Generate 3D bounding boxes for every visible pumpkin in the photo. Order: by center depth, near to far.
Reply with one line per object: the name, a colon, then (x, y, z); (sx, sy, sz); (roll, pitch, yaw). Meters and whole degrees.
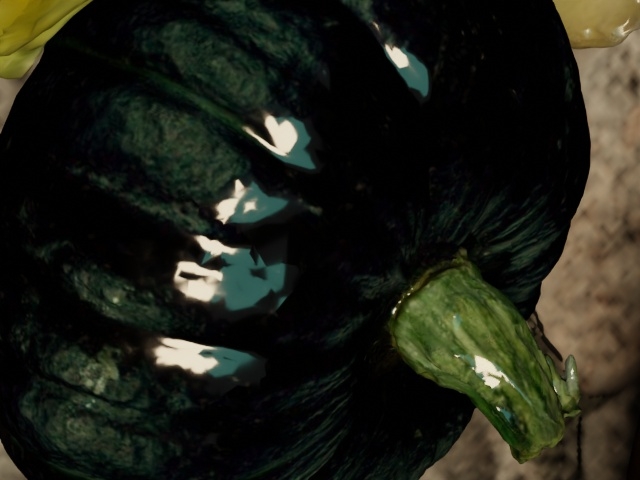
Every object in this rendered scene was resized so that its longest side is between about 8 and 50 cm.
pumpkin: (-0.010, -0.006, 0.464); (0.194, 0.150, 0.194); (1, 89, -45)

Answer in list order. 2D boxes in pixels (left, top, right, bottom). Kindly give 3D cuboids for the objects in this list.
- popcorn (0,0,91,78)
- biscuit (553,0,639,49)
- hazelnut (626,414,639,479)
popcorn: (-0.103, -0.129, 0.378); (0.212, 0.198, 0.198); (-37, 119, -34)
biscuit: (0.057, -0.179, 0.505); (0.188, 0.040, 0.265); (-31, 116, -10)
hazelnut: (0.278, 0.107, 0.525); (0.402, 0.402, 0.429); (-11, 116, -21)
